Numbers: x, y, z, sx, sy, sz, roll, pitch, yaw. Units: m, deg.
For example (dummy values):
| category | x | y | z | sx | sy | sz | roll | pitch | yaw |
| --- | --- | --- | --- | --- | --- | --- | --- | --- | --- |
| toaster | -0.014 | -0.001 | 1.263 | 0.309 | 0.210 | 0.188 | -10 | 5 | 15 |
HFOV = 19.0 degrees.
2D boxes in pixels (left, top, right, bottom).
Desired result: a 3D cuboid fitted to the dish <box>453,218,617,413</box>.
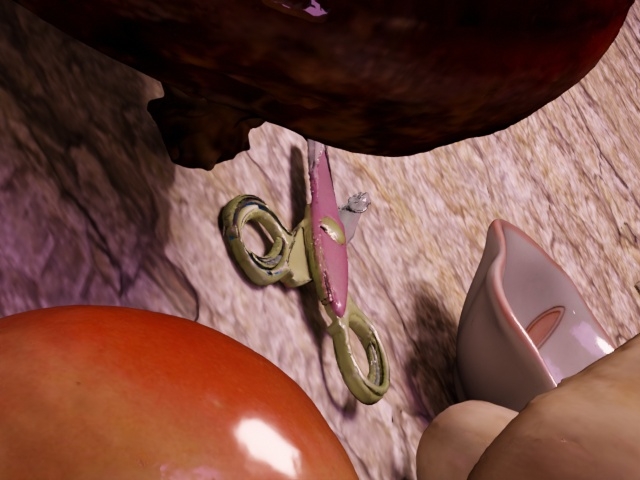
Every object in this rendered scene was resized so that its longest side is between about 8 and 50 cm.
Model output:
| category | x | y | z | sx | sy | sz | roll | pitch | yaw |
| --- | --- | --- | --- | --- | --- | --- | --- | --- | --- |
| dish | 0.137 | 0.103 | 1.179 | 0.229 | 0.081 | 0.229 | 50 | 20 | -25 |

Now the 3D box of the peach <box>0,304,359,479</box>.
| category | x | y | z | sx | sy | sz | roll | pitch | yaw |
| --- | --- | --- | --- | --- | --- | --- | --- | --- | --- |
| peach | -0.067 | 0.105 | 0.527 | 0.184 | 0.184 | 0.184 | 51 | 23 | -30 |

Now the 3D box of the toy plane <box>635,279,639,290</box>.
| category | x | y | z | sx | sy | sz | roll | pitch | yaw |
| --- | --- | --- | --- | --- | --- | --- | --- | --- | --- |
| toy plane | 0.390 | 0.147 | 1.758 | 0.286 | 0.092 | 0.108 | 59 | -2 | -10 |

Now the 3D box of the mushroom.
| category | x | y | z | sx | sy | sz | roll | pitch | yaw |
| --- | --- | --- | --- | --- | --- | --- | --- | --- | --- |
| mushroom | 0.148 | 0.145 | 0.965 | 0.234 | 0.254 | 0.260 | 30 | -7 | 39 |

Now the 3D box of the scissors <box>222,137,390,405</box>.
| category | x | y | z | sx | sy | sz | roll | pitch | yaw |
| --- | --- | --- | --- | --- | --- | --- | --- | --- | --- |
| scissors | 0.000 | 0.000 | 1.053 | 0.133 | 0.020 | 0.187 | 51 | 23 | -19 |

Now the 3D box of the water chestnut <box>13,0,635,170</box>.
| category | x | y | z | sx | sy | sz | roll | pitch | yaw |
| --- | --- | --- | --- | --- | --- | --- | --- | --- | --- |
| water chestnut | -0.023 | -0.161 | 0.866 | 0.350 | 0.302 | 0.350 | 19 | 36 | -14 |
